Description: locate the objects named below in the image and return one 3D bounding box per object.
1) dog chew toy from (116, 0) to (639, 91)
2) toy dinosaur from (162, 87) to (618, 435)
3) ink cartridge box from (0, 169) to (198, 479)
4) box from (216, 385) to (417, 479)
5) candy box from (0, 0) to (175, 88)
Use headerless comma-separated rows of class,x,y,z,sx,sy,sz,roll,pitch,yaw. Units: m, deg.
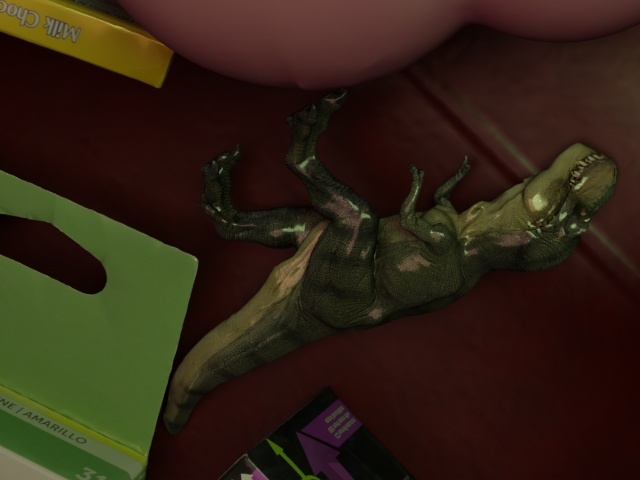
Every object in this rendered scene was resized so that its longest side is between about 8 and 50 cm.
dog chew toy,0.073,-0.165,0.546,0.332,0.206,0.206,-2,99,12
toy dinosaur,0.000,0.000,0.671,0.268,0.064,0.118,-27,97,25
ink cartridge box,-0.168,0.087,0.729,0.171,0.056,0.235,23,118,15
box,0.034,0.146,0.653,0.162,0.116,0.029,47,110,6
candy box,-0.161,-0.124,0.642,0.206,0.105,0.027,19,110,-8
